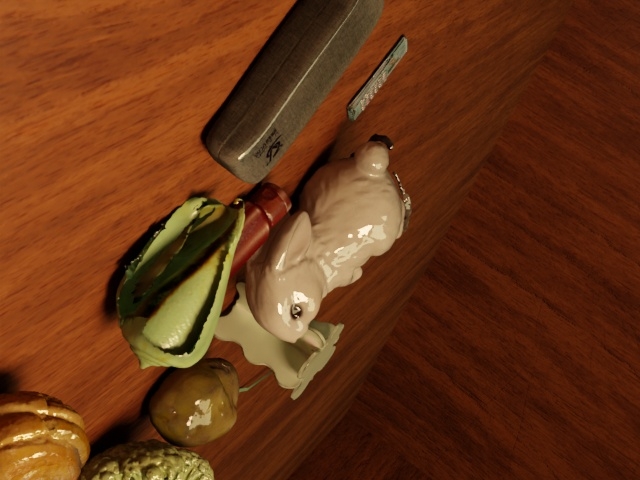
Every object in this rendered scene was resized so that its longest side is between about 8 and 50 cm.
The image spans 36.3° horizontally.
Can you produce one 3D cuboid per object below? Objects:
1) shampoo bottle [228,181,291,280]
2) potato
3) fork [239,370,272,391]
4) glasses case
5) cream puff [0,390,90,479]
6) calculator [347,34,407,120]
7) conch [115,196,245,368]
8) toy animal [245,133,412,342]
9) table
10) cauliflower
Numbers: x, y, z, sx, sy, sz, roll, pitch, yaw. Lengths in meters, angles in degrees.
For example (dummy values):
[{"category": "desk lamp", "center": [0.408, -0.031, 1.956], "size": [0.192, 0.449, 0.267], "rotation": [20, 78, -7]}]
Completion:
[{"category": "shampoo bottle", "center": [-0.146, 0.014, 1.496], "size": [0.260, 0.064, 0.102], "rotation": [-48, 157, -28]}, {"category": "potato", "center": [-0.223, 0.291, 1.749], "size": [0.200, 0.137, 0.155], "rotation": [-18, 104, -72]}, {"category": "fork", "center": [-0.166, 0.339, 2.282], "size": [0.039, 0.021, 0.235], "rotation": [-58, 168, 28]}, {"category": "glasses case", "center": [-0.031, -0.224, 1.303], "size": [0.323, 0.074, 0.131], "rotation": [-54, 165, -2]}, {"category": "cream puff", "center": [-0.367, 0.252, 1.168], "size": [0.189, 0.129, 0.189], "rotation": [-25, 148, -17]}, {"category": "calculator", "center": [0.102, -0.287, 1.722], "size": [0.172, 0.018, 0.057], "rotation": [-54, 168, -11]}, {"category": "conch", "center": [-0.196, 0.053, 1.320], "size": [0.137, 0.143, 0.251], "rotation": [-135, -119, -77]}, {"category": "toy animal", "center": [0.000, 0.000, 1.684], "size": [0.357, 0.193, 0.258], "rotation": [-44, 140, -36]}, {"category": "table", "center": [-0.081, 0.164, 1.777], "size": [0.166, 0.198, 0.166], "rotation": [-51, 166, -18]}, {"category": "cauliflower", "center": [-0.300, 0.464, 1.632], "size": [0.275, 0.250, 0.272], "rotation": [-27, 165, 2]}]
